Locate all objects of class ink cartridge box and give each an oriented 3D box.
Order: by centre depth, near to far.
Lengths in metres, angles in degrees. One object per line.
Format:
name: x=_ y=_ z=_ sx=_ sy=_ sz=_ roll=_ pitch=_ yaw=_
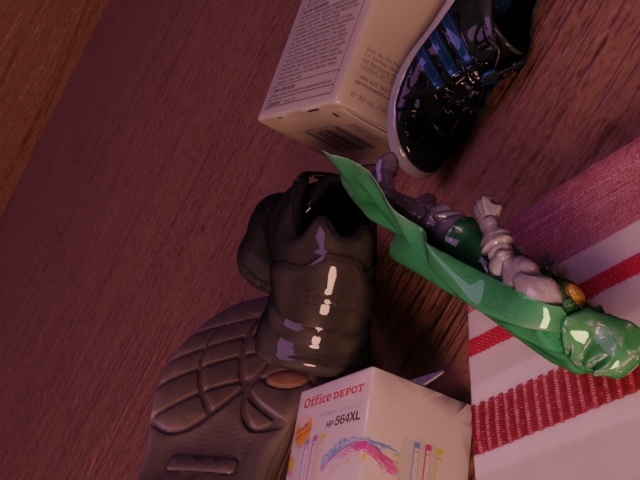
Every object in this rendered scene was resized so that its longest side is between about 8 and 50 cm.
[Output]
ink cartridge box: x=0.037 y=0.155 z=0.662 sx=0.092 sy=0.090 sz=0.143 roll=-29 pitch=44 yaw=50

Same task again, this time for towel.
towel: x=0.175 y=0.090 z=0.531 sx=0.237 sy=0.037 sz=0.329 roll=-37 pitch=39 yaw=43

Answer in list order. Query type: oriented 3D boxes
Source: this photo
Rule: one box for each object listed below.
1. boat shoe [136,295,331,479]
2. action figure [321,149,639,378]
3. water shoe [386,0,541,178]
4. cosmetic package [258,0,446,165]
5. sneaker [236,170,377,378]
boat shoe: x=-0.067 y=0.180 z=0.761 sx=0.355 sy=0.132 sz=0.130 roll=-64 pitch=-26 yaw=-51
action figure: x=0.101 y=0.017 z=0.577 sx=0.063 sy=0.137 sz=0.232 roll=-50 pitch=38 yaw=1
water shoe: x=0.118 y=-0.144 z=0.788 sx=0.080 sy=0.073 sz=0.203 roll=19 pitch=85 yaw=61
cosmetic package: x=0.068 y=-0.233 z=0.909 sx=0.160 sy=0.113 sz=0.309 roll=3 pitch=70 yaw=61
sneaker: x=0.000 y=0.000 z=0.789 sx=0.286 sy=0.109 sz=0.130 roll=-119 pitch=40 yaw=-68
